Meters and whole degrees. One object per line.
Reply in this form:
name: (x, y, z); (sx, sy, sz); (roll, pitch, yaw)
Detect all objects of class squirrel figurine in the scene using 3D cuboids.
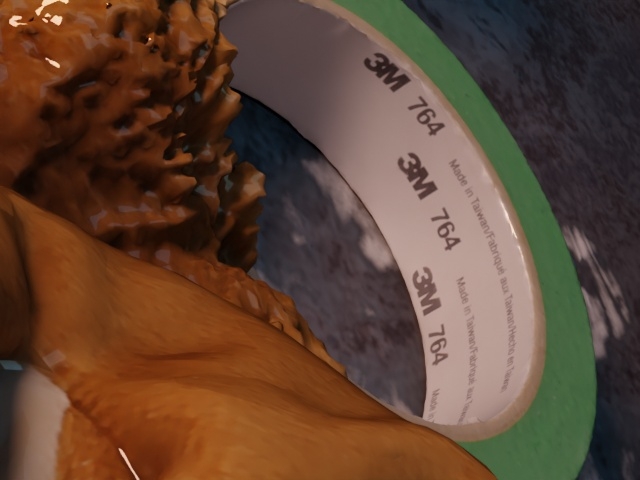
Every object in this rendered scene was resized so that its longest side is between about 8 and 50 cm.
squirrel figurine: (-0.151, 0.023, 0.563); (0.370, 0.281, 0.397); (43, 20, -2)

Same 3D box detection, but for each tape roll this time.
tape roll: (0.000, 0.000, 0.888); (0.321, 0.077, 0.321); (33, 40, -33)
